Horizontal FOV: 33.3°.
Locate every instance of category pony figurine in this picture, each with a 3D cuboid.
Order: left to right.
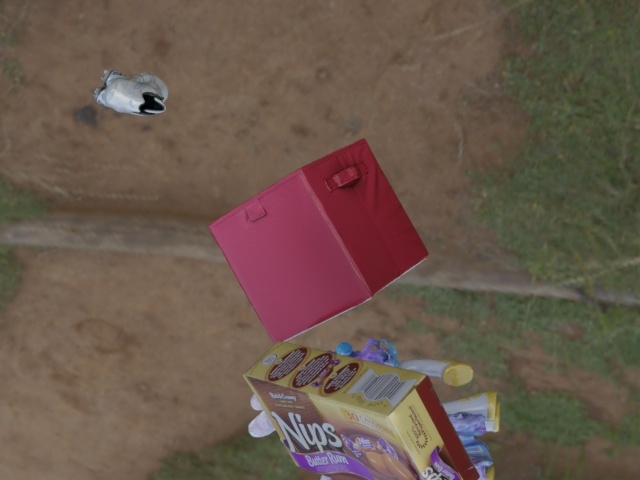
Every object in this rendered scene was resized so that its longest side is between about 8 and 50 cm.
[{"bbox_3d":[0.055,0.262,1.455,0.364,0.351,0.302,1,109,11],"label":"pony figurine"}]

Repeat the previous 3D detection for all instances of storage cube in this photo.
[{"bbox_3d":[0.000,0.000,1.474,0.215,0.184,0.193,-28,92,35],"label":"storage cube"}]

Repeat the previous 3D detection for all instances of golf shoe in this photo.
[{"bbox_3d":[-0.263,-0.208,1.601,0.086,0.176,0.069,30,107,14],"label":"golf shoe"}]

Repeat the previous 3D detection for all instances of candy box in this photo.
[{"bbox_3d":[0.028,0.147,0.862,0.187,0.053,0.109,5,130,50],"label":"candy box"}]
